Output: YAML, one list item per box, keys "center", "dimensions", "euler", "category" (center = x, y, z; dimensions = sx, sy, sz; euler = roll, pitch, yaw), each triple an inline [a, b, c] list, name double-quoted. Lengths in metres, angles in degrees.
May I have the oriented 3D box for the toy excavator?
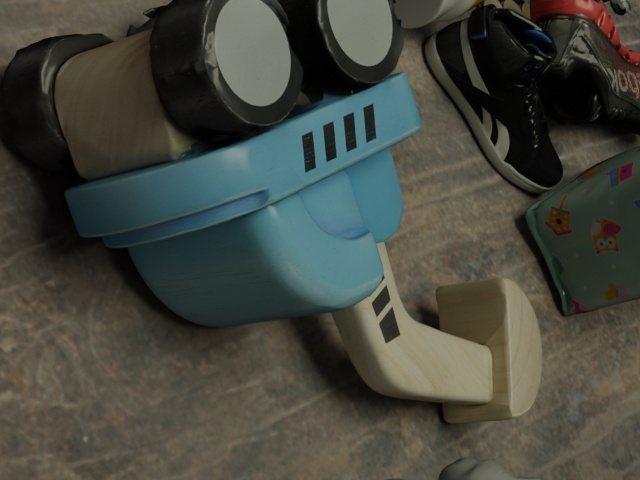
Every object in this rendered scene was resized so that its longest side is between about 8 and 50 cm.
- center: [0.000, 0.000, 1.251]
  dimensions: [0.433, 0.222, 0.445]
  euler: [-27, 105, -50]
  category: "toy excavator"

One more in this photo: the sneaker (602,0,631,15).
- center: [0.270, -0.366, 1.780]
  dimensions: [0.101, 0.153, 0.268]
  euler: [-39, 64, -20]
  category: "sneaker"

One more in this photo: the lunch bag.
- center: [0.384, -0.034, 1.630]
  dimensions: [0.262, 0.223, 0.160]
  euler: [-25, 95, -52]
  category: "lunch bag"

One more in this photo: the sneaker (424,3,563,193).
- center: [0.215, -0.149, 1.587]
  dimensions: [0.217, 0.121, 0.079]
  euler: [49, 43, -17]
  category: "sneaker"

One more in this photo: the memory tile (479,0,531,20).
- center: [0.213, -0.276, 1.736]
  dimensions: [0.113, 0.012, 0.148]
  euler: [-3, 73, -47]
  category: "memory tile"

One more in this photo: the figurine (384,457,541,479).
- center: [0.041, 0.225, 1.136]
  dimensions: [0.215, 0.209, 0.092]
  euler: [-13, 80, -49]
  category: "figurine"

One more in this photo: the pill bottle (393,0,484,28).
- center: [0.136, -0.298, 1.582]
  dimensions: [0.208, 0.119, 0.119]
  euler: [-37, 98, -49]
  category: "pill bottle"

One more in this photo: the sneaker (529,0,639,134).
- center: [0.325, -0.173, 1.740]
  dimensions: [0.276, 0.097, 0.135]
  euler: [35, 61, -40]
  category: "sneaker"
